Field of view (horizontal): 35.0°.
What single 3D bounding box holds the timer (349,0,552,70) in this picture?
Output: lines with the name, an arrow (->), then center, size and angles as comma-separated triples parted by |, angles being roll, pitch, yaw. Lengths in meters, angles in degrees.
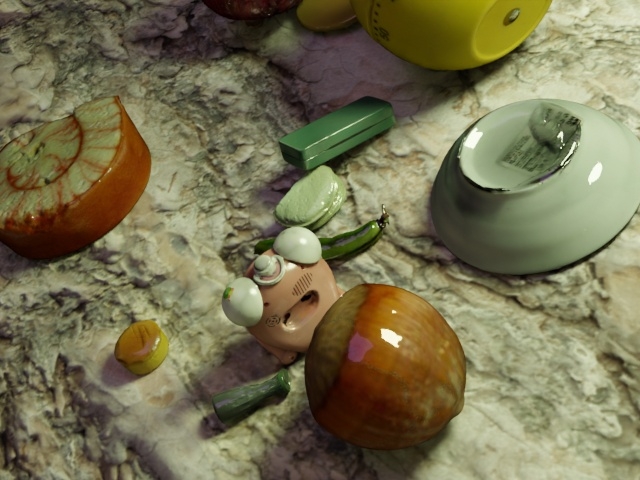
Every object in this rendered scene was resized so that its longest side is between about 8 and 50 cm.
timer -> 0.181, -0.467, 1.597 | 0.376, 0.376, 0.387 | -38, 67, -4

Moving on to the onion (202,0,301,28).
onion -> -0.134, -0.507, 1.941 | 0.252, 0.219, 0.252 | 1, 48, -2

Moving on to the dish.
dish -> 0.286, -0.106, 1.413 | 0.317, 0.106, 0.316 | -16, 46, 18

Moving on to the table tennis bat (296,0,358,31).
table tennis bat -> 0.076, -0.450, 1.883 | 0.198, 0.050, 0.321 | -46, 41, -12

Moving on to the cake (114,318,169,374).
cake -> -0.275, 0.164, 1.560 | 0.084, 0.044, 0.084 | -16, 45, 17

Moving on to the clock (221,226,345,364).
clock -> -0.045, 0.077, 1.413 | 0.166, 0.162, 0.093 | -45, 47, -10

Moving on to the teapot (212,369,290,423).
teapot -> -0.093, 0.214, 1.409 | 0.111, 0.043, 0.042 | -25, 44, 7

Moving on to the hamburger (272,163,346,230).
hamburger -> -0.010, -0.058, 1.592 | 0.121, 0.054, 0.084 | -43, 48, -5

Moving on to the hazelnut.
hazelnut -> 0.082, 0.160, 1.259 | 0.214, 0.176, 0.214 | 0, 69, 0

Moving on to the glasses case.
glasses case -> 0.028, -0.174, 1.631 | 0.184, 0.039, 0.078 | -29, 31, -22

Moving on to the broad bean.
broad bean -> 0.001, 0.005, 1.536 | 0.227, 0.039, 0.069 | -15, 59, 18

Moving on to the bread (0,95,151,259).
bread -> -0.477, -0.109, 1.869 | 0.328, 0.114, 0.295 | -19, 47, 15
